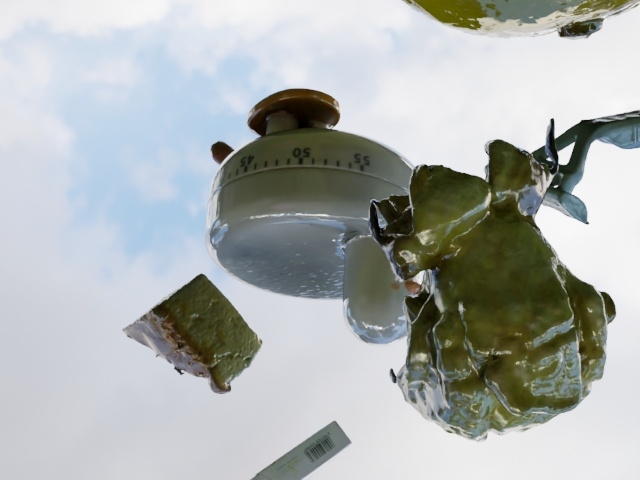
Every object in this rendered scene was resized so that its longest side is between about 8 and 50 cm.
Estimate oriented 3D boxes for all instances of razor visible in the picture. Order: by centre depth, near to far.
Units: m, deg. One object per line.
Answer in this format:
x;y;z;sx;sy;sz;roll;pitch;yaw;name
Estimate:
0.275;-0.088;1.007;0.278;0.056;0.111;-20;-159;-18;razor

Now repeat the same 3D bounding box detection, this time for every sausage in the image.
-0.094;-0.093;1.846;0.158;0.036;0.042;34;-178;2;sausage

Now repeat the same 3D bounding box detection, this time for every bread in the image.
-0.116;0.093;1.220;0.109;0.080;0.084;49;-124;-3;bread

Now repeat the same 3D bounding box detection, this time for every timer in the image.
0.000;0.000;1.279;0.233;0.233;0.240;-1;-115;10;timer

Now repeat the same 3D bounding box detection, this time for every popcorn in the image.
0.116;0.037;0.884;0.174;0.195;0.168;-21;172;5;popcorn

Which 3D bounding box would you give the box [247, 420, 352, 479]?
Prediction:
-0.041;0.262;1.414;0.154;0.084;0.040;-29;-101;-44;box

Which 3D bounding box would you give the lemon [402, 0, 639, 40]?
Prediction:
0.161;-0.331;1.064;0.348;0.348;0.348;-6;-143;4;lemon
